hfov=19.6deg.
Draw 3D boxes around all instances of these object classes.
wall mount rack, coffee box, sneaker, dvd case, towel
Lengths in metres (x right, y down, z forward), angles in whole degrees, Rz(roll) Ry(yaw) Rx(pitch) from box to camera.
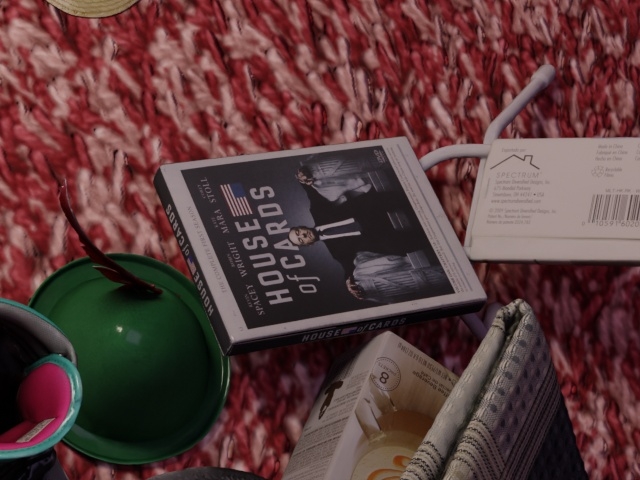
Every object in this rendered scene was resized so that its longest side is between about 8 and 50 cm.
[{"bbox_3d":[0.251,-0.055,1.625,0.130,0.350,0.304,48,50,-53],"label":"wall mount rack"},{"bbox_3d":[0.043,0.218,1.486,0.141,0.098,0.246,33,59,-16],"label":"coffee box"},{"bbox_3d":[-0.218,0.134,1.267,0.124,0.178,0.295,-53,126,-27],"label":"sneaker"},{"bbox_3d":[0.000,0.000,1.535,0.239,0.029,0.179,-8,58,-28],"label":"dvd case"},{"bbox_3d":[0.132,0.264,1.457,0.324,0.056,0.312,-59,141,-39],"label":"towel"}]

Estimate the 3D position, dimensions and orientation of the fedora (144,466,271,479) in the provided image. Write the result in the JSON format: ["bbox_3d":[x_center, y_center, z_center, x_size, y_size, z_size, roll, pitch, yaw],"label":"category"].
[{"bbox_3d":[-0.115,0.314,1.304,0.334,0.152,0.334,-3,96,-38],"label":"fedora"}]

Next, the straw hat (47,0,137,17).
[{"bbox_3d":[-0.183,-0.261,1.542,0.145,0.061,0.144,10,68,-27],"label":"straw hat"}]

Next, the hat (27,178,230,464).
[{"bbox_3d":[-0.122,0.067,1.389,0.209,0.183,0.173,1,73,-30],"label":"hat"}]
